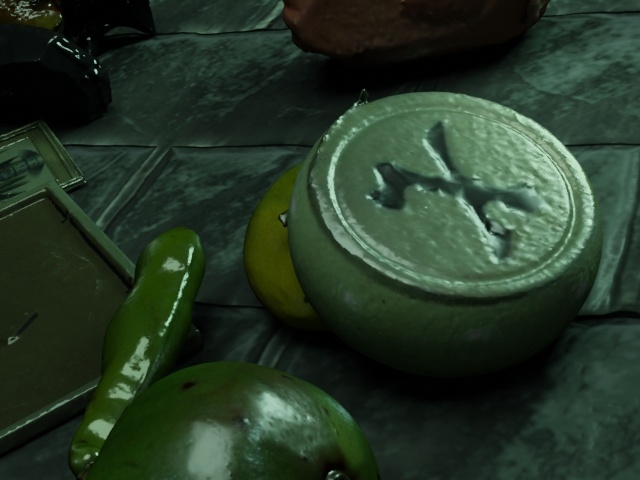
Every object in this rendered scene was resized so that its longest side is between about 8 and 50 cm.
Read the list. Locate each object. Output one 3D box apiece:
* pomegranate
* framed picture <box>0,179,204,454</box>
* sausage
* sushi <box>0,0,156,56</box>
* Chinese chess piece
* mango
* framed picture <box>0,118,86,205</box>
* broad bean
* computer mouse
[{"bbox_3d":[-0.070,0.173,0.804,0.225,0.187,0.187,-30,22,33],"label":"pomegranate"},{"bbox_3d":[-0.276,0.066,1.169,0.247,0.022,0.335,-28,35,-18],"label":"framed picture"},{"bbox_3d":[0.100,-0.254,1.381,0.280,0.152,0.152,-11,33,7],"label":"sausage"},{"bbox_3d":[-0.350,-0.311,1.574,0.227,0.215,0.212,14,35,34],"label":"sushi"},{"bbox_3d":[0.086,-0.010,0.997,0.238,0.092,0.237,3,49,-4],"label":"Chinese chess piece"},{"bbox_3d":[-0.003,-0.001,1.097,0.122,0.085,0.191,2,35,16],"label":"mango"},{"bbox_3d":[-0.366,-0.048,1.391,0.231,0.010,0.173,-25,33,-15],"label":"framed picture"},{"bbox_3d":[-0.127,0.083,0.995,0.098,0.056,0.318,-49,17,23],"label":"broad bean"},{"bbox_3d":[-0.323,-0.184,1.484,0.217,0.122,0.073,5,62,29],"label":"computer mouse"}]
